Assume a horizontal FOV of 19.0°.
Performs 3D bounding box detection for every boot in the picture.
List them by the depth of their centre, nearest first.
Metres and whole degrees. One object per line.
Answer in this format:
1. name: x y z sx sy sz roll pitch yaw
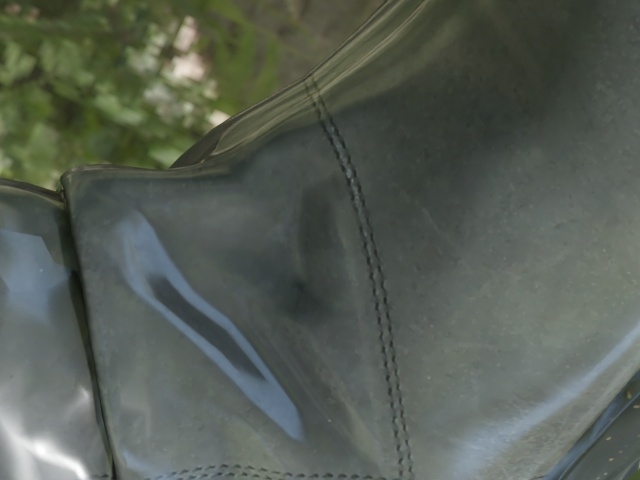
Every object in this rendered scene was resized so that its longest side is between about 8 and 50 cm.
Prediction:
1. boot: -0.025 -0.003 0.428 0.118 0.223 0.338 -103 -156 -60
